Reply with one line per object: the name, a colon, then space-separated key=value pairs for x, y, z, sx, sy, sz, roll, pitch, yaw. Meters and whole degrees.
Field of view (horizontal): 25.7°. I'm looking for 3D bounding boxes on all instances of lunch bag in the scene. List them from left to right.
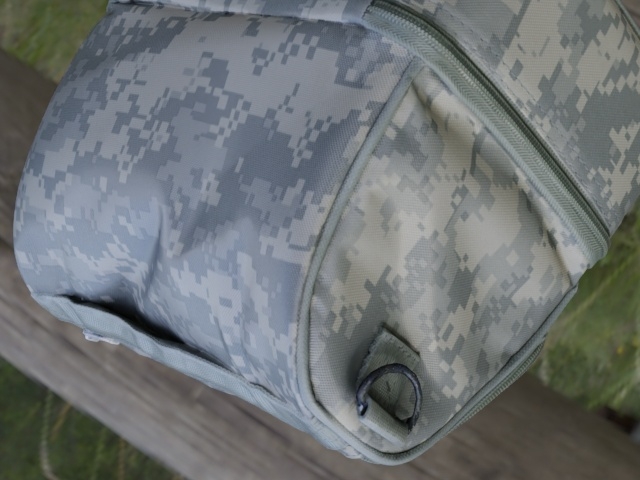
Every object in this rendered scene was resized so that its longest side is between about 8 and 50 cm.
lunch bag: x=-0.009 y=-0.036 z=0.737 sx=0.305 sy=0.256 sz=0.212 roll=18 pitch=157 yaw=49
